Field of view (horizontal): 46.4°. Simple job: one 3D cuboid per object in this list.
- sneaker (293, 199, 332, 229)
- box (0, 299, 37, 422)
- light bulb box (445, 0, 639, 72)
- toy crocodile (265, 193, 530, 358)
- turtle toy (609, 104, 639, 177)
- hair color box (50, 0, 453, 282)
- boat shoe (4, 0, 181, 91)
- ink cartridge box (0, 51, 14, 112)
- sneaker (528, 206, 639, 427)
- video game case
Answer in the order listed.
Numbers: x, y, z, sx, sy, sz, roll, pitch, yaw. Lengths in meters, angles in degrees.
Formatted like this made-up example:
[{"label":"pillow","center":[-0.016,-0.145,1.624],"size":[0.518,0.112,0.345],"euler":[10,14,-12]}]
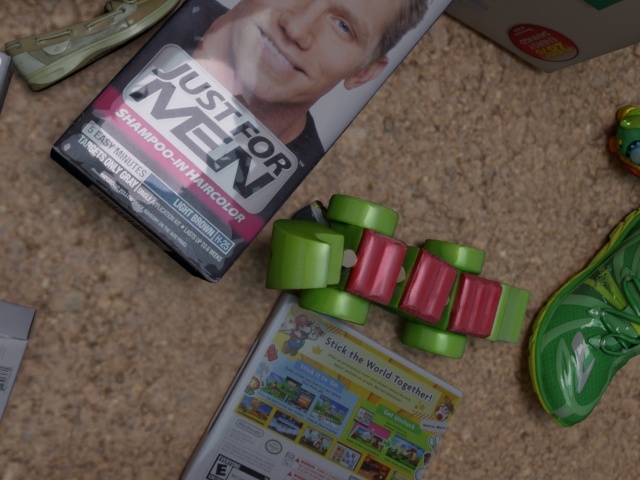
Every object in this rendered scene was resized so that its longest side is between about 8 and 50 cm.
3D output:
[{"label":"sneaker","center":[0.000,0.000,0.738],"size":[0.035,0.031,0.083],"euler":[-19,110,13]},{"label":"box","center":[-0.330,0.089,0.571],"size":[0.186,0.038,0.145],"euler":[17,125,-20]},{"label":"light bulb box","center":[0.277,-0.385,0.646],"size":[0.225,0.358,0.360],"euler":[24,83,-17]},{"label":"toy crocodile","center":[0.089,0.043,0.712],"size":[0.341,0.105,0.115],"euler":[21,85,-35]},{"label":"turtle toy","center":[0.382,-0.096,0.845],"size":[0.130,0.095,0.066],"euler":[31,103,-18]},{"label":"hair color box","center":[-0.056,-0.150,0.668],"size":[0.174,0.105,0.347],"euler":[42,78,-17]},{"label":"boat shoe","center":[-0.192,-0.184,0.644],"size":[0.153,0.056,0.048],"euler":[-33,107,-8]},{"label":"ink cartridge box","center":[-0.338,-0.073,0.580],"size":[0.140,0.082,0.190],"euler":[17,88,-20]},{"label":"sneaker","center":[0.334,0.071,0.809],"size":[0.109,0.123,0.295],"euler":[41,79,-17]},{"label":"video game case","center":[0.009,0.193,0.748],"size":[0.227,0.026,0.206],"euler":[31,82,-18]}]
